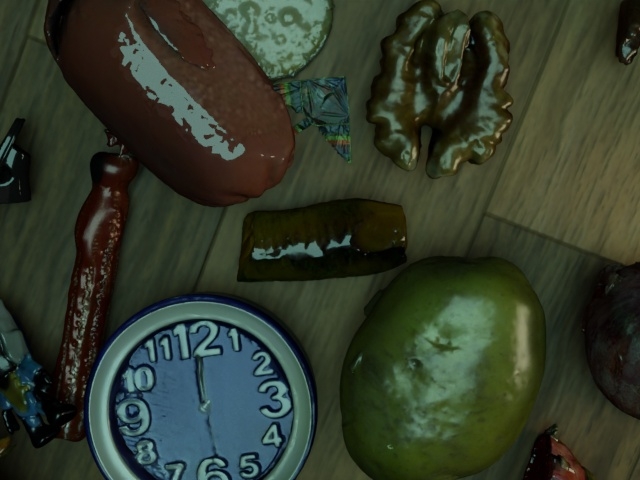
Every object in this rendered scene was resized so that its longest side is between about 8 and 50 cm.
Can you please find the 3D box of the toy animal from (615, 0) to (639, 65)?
[{"bbox_3d":[0.383,-0.211,0.976,0.185,0.122,0.298,10,89,9],"label":"toy animal"}]

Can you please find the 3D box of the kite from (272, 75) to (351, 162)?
[{"bbox_3d":[-0.003,-0.131,1.040,0.090,0.004,0.122,-44,94,4],"label":"kite"}]

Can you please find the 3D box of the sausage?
[{"bbox_3d":[-0.141,-0.151,0.963,0.152,0.152,0.280,-42,97,4],"label":"sausage"}]

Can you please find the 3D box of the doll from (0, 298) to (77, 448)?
[{"bbox_3d":[-0.324,0.119,1.027,0.195,0.070,0.096,47,113,14],"label":"doll"}]

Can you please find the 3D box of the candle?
[{"bbox_3d":[-0.234,0.047,1.037,0.051,0.048,0.329,11,97,-10],"label":"candle"}]

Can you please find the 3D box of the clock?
[{"bbox_3d":[-0.116,0.167,1.027,0.230,0.083,0.230,0,90,4],"label":"clock"}]

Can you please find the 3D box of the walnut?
[{"bbox_3d":[0.120,-0.146,1.007,0.143,0.069,0.170,14,95,0],"label":"walnut"}]

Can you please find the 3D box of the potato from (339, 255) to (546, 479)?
[{"bbox_3d":[0.117,0.127,0.996,0.197,0.148,0.228,-1,98,-13],"label":"potato"}]

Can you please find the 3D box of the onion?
[{"bbox_3d":[0.337,0.116,1.006,0.159,0.159,0.195,-3,129,0],"label":"onion"}]

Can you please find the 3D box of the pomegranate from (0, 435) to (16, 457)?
[{"bbox_3d":[-0.393,0.274,0.980,0.221,0.221,0.257,29,79,-3],"label":"pomegranate"}]

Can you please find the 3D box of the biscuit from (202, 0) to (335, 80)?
[{"bbox_3d":[-0.060,-0.234,1.021,0.152,0.020,0.152,0,97,0],"label":"biscuit"}]

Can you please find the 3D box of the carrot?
[{"bbox_3d":[0.000,0.000,1.016,0.173,0.082,0.082,-4,96,0],"label":"carrot"}]

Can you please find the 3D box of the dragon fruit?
[{"bbox_3d":[0.250,0.276,1.040,0.096,0.102,0.147,21,105,5],"label":"dragon fruit"}]

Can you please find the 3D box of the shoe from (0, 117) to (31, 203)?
[{"bbox_3d":[-0.320,-0.045,1.024,0.053,0.062,0.159,29,95,-16],"label":"shoe"}]
